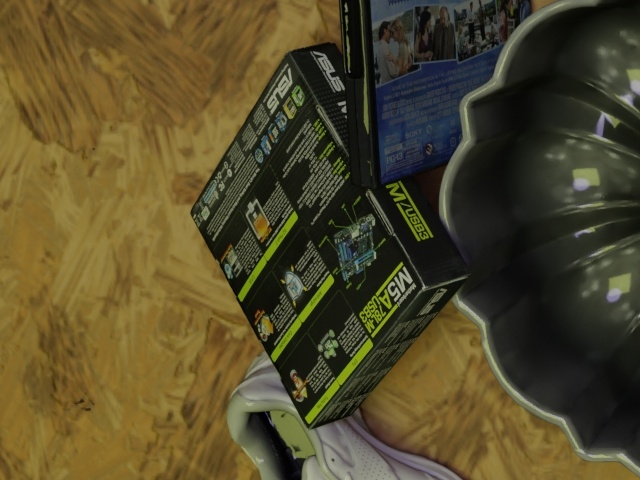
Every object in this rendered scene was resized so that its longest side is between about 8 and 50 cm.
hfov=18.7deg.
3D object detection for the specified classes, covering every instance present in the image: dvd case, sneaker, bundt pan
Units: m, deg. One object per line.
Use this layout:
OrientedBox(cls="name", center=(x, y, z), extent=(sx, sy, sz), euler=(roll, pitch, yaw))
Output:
OrientedBox(cls="dvd case", center=(0.070, -0.172, 1.181), extent=(0.022, 0.180, 0.253), euler=(8, 108, 38))
OrientedBox(cls="sneaker", center=(0.019, 0.177, 1.331), extent=(0.232, 0.115, 0.090), euler=(40, 115, 8))
OrientedBox(cls="bundt pan", center=(0.246, -0.017, 1.180), extent=(0.330, 0.124, 0.331), euler=(6, 106, 22))

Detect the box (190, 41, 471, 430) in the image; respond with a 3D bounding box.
OrientedBox(cls="box", center=(0.000, 0.000, 1.262), extent=(0.184, 0.045, 0.191), euler=(58, 143, 19))
